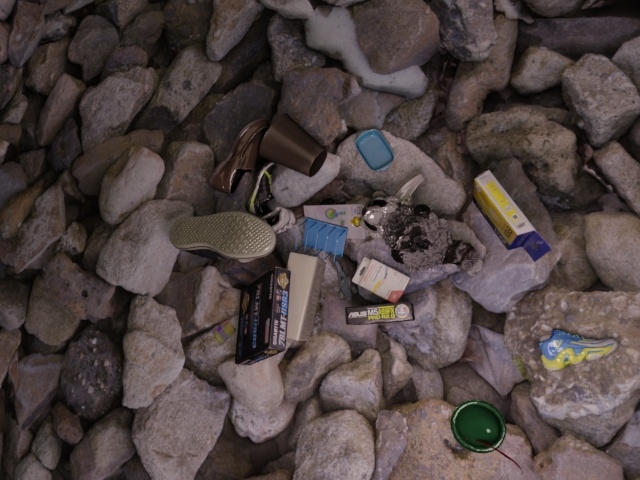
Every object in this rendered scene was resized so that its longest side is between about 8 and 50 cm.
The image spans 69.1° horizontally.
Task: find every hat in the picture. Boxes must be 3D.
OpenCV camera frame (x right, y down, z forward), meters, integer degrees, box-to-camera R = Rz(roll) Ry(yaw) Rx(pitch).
[{"bbox_3d":[0.531,0.619,1.503,0.209,0.183,0.172,6,80,14],"label":"hat"}]

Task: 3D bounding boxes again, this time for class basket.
[{"bbox_3d":[-0.099,-0.369,1.873,0.227,0.154,0.204,34,94,13],"label":"basket"}]

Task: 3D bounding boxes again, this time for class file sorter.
[{"bbox_3d":[0.000,0.000,1.771,0.171,0.104,0.118,16,114,16],"label":"file sorter"}]

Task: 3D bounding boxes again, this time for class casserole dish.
[{"bbox_3d":[0.216,-0.355,1.853,0.114,0.037,0.188,-31,74,5],"label":"casserole dish"}]

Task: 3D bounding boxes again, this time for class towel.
[{"bbox_3d":[-0.383,0.364,1.857,0.083,0.009,0.060,-42,74,3],"label":"towel"}]

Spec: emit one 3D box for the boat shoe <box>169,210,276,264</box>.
[{"bbox_3d":[-0.363,-0.008,1.800,0.501,0.156,0.186,2,71,32],"label":"boat shoe"}]

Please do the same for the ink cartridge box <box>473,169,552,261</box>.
[{"bbox_3d":[0.624,-0.060,1.559,0.072,0.303,0.307,-31,73,8],"label":"ink cartridge box"}]

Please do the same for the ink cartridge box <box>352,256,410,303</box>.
[{"bbox_3d":[0.221,0.147,1.732,0.198,0.067,0.115,27,86,17],"label":"ink cartridge box"}]

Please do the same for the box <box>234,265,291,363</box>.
[{"bbox_3d":[-0.212,0.279,1.679,0.073,0.293,0.295,16,60,-27],"label":"box"}]

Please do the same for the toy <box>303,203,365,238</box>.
[{"bbox_3d":[0.059,-0.077,1.810,0.238,0.056,0.136,1,108,21],"label":"toy"}]

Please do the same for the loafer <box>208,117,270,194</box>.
[{"bbox_3d":[-0.310,-0.338,1.933,0.130,0.134,0.365,39,99,13],"label":"loafer"}]

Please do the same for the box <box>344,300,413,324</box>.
[{"bbox_3d":[0.212,0.255,1.607,0.217,0.270,0.060,-8,78,12],"label":"box"}]

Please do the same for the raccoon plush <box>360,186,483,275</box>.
[{"bbox_3d":[0.332,-0.006,1.674,0.216,0.446,0.299,-51,32,3],"label":"raccoon plush"}]

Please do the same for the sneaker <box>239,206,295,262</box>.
[{"bbox_3d":[-0.235,-0.031,1.850,0.292,0.118,0.110,-44,75,3],"label":"sneaker"}]

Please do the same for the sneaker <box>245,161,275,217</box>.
[{"bbox_3d":[-0.224,-0.205,1.909,0.097,0.084,0.234,24,93,4],"label":"sneaker"}]

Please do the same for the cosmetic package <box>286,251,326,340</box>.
[{"bbox_3d":[-0.077,0.212,1.741,0.113,0.160,0.309,10,80,15],"label":"cosmetic package"}]

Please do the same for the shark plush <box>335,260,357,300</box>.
[{"bbox_3d":[0.095,0.152,1.760,0.073,0.067,0.161,-9,77,11],"label":"shark plush"}]

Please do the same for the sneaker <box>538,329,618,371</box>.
[{"bbox_3d":[0.842,0.341,1.538,0.240,0.091,0.126,-23,74,8],"label":"sneaker"}]

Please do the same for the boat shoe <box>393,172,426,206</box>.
[{"bbox_3d":[0.310,-0.130,1.758,0.096,0.098,0.277,45,101,15],"label":"boat shoe"}]
